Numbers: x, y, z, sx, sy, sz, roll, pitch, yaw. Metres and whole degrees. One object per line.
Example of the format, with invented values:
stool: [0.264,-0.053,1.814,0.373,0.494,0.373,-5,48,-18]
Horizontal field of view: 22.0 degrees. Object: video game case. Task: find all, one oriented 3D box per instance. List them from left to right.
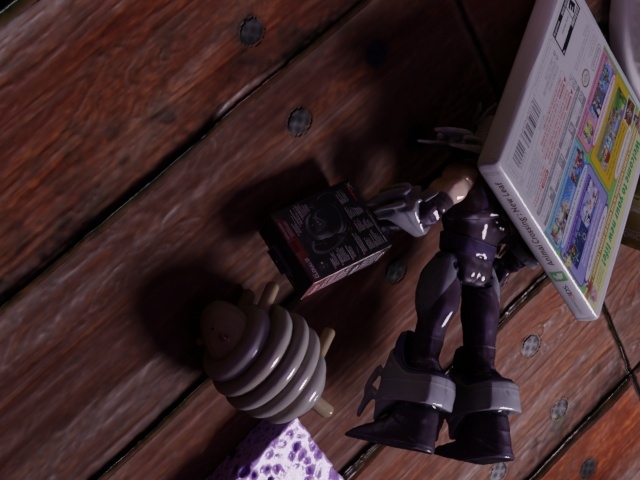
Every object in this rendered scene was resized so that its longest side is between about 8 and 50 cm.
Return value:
video game case: [0.200,-0.076,1.317,0.193,0.023,0.212,52,46,-37]

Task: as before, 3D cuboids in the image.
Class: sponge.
sponge: [-0.071,0.239,1.265,0.210,0.031,0.117,-46,128,-17]

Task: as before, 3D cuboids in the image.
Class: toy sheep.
toy sheep: [-0.036,0.088,1.204,0.132,0.091,0.091,38,81,-22]

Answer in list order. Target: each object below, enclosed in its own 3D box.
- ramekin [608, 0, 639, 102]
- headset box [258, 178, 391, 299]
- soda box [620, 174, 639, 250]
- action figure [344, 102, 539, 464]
ramekin: [0.354,-0.194,1.396,0.207,0.109,0.207,-14,114,-34]
headset box: [0.000,0.000,1.214,0.083,0.032,0.062,-27,77,-29]
soda box: [0.329,-0.061,1.458,0.181,0.058,0.061,-32,123,-26]
action figure: [0.109,0.027,1.291,0.185,0.099,0.285,17,80,-34]
